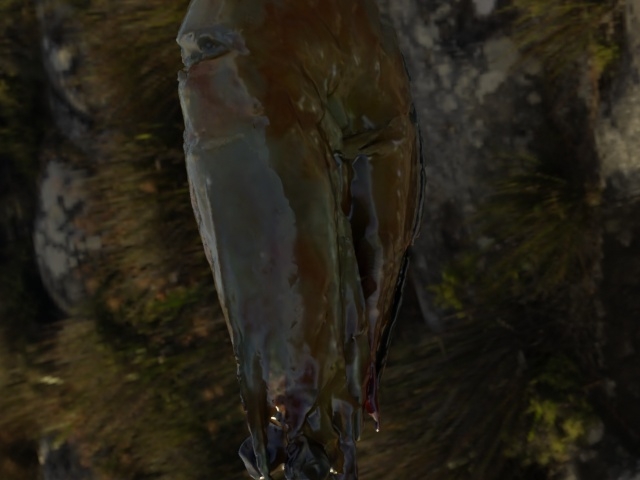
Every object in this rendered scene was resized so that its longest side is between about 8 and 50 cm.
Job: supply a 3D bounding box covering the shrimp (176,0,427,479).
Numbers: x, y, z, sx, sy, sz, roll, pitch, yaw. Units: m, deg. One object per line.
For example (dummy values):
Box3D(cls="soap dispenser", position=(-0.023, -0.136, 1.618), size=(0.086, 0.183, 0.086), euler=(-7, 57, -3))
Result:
Box3D(cls="shrimp", position=(0.001, 0.000, 0.498), size=(0.062, 0.154, 0.294), euler=(-5, 85, 46))
